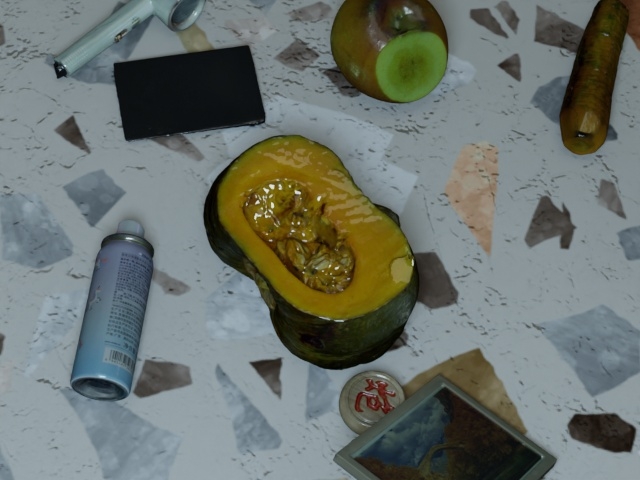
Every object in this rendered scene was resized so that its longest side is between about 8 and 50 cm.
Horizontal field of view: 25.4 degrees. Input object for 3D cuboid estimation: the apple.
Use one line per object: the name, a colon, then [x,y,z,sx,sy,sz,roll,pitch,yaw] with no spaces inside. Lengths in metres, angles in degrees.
apple: [0.093,-0.272,1.941,0.146,0.147,0.163,-31,69,-20]

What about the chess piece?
chess piece: [0.064,0.200,1.727,0.083,0.038,0.084,3,58,-5]

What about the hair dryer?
hair dryer: [-0.288,-0.307,1.986,0.131,0.073,0.236,41,74,19]

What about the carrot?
carrot: [0.387,-0.233,1.992,0.070,0.070,0.260,17,59,5]

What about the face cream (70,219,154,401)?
face cream: [-0.251,0.081,1.747,0.075,0.075,0.229,8,59,-1]

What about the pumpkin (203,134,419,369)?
pumpkin: [0.000,0.000,1.785,0.222,0.139,0.317,-32,65,-18]

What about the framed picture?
framed picture: [0.149,0.254,1.642,0.184,0.016,0.250,36,33,20]

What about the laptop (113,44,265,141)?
laptop: [-0.181,-0.201,1.954,0.197,0.016,0.135,-8,62,-8]
